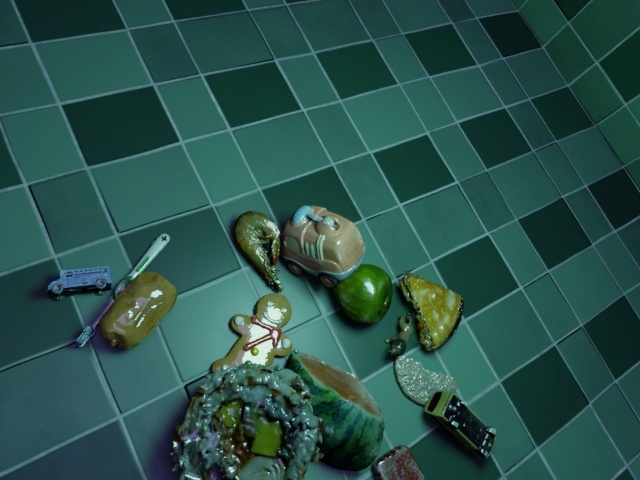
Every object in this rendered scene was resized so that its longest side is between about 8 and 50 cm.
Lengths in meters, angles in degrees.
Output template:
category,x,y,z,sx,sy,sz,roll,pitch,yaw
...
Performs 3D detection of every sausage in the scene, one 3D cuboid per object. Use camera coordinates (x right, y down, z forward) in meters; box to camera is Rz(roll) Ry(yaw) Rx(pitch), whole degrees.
category,x,y,z,sx,sy,sz,roll,pitch,yaw
sausage,-0.523,0.199,1.420,0.136,0.120,0.241,35,62,9

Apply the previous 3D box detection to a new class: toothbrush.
category,x,y,z,sx,sy,sz,roll,pitch,yaw
toothbrush,-0.582,0.137,1.476,0.042,0.040,0.418,35,57,-7

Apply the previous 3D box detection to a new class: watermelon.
category,x,y,z,sx,sy,sz,roll,pitch,yaw
watermelon,0.046,0.496,1.462,0.292,0.222,0.319,19,64,-17

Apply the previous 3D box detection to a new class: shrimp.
category,x,y,z,sx,sy,sz,roll,pitch,yaw
shrimp,-0.177,0.030,1.620,0.152,0.063,0.287,-34,88,14

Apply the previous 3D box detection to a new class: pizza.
category,x,y,z,sx,sy,sz,roll,pitch,yaw
pizza,0.378,0.256,1.743,0.288,0.074,0.251,26,56,-17

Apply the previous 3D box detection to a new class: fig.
category,x,y,z,sx,sy,sz,roll,pitch,yaw
fig,0.111,0.171,1.669,0.235,0.203,0.203,11,59,25

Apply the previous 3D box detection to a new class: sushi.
category,x,y,z,sx,sy,sz,roll,pitch,yaw
sushi,-0.187,0.526,1.339,0.418,0.176,0.417,0,75,0

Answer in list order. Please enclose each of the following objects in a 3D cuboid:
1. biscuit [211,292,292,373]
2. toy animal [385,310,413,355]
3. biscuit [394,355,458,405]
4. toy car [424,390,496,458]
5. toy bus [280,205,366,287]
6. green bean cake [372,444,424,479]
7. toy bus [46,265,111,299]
category,x,y,z,sx,sy,sz,roll,pitch,yaw
biscuit,-0.192,0.310,1.542,0.216,0.047,0.339,34,62,-6
toy animal,0.279,0.323,1.703,0.069,0.086,0.219,35,43,-8
biscuit,0.351,0.489,1.680,0.250,0.032,0.133,26,64,-10
toy car,0.460,0.603,1.624,0.256,0.124,0.101,46,62,-17
toy bus,0.000,0.000,1.601,0.288,0.232,0.194,21,59,29
green bean cake,0.239,0.720,1.530,0.136,0.056,0.135,-22,80,-26
toy bus,-0.690,0.120,1.418,0.167,0.073,0.076,-5,68,-26
